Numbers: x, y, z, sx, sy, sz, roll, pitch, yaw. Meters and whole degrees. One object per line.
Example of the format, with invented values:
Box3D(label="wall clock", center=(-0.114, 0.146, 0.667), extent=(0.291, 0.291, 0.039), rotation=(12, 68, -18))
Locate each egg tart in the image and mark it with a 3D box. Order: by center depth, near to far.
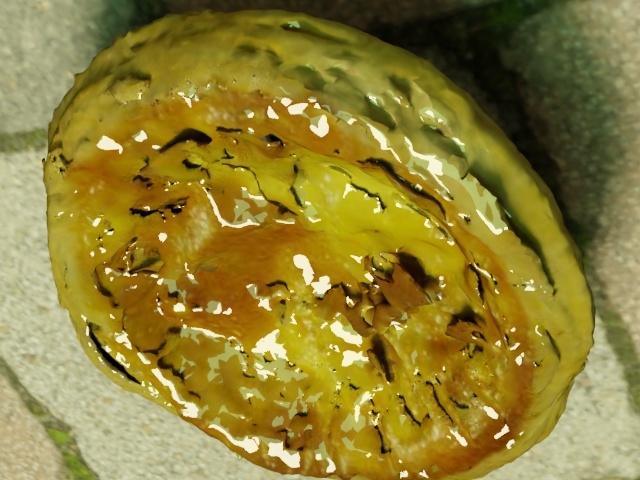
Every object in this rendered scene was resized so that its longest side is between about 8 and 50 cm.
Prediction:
Box3D(label="egg tart", center=(0.000, 0.000, 0.716), extent=(0.290, 0.115, 0.290), rotation=(12, 133, 13))
